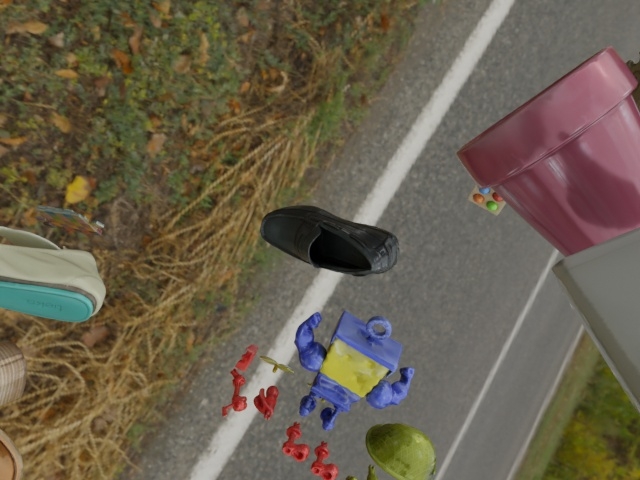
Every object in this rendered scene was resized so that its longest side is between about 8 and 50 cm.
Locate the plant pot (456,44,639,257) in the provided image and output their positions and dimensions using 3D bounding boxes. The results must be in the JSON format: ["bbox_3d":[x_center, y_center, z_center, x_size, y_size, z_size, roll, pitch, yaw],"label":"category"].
[{"bbox_3d":[0.282,-0.083,0.790,0.201,0.180,0.201,-35,-179,1],"label":"plant pot"}]

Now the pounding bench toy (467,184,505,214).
[{"bbox_3d":[0.255,-0.072,1.070,0.065,0.052,0.083,-56,171,-33],"label":"pounding bench toy"}]

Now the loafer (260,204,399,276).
[{"bbox_3d":[0.000,0.000,0.986,0.078,0.223,0.076,-27,124,-50],"label":"loafer"}]

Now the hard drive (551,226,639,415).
[{"bbox_3d":[0.312,0.049,0.537,0.040,0.203,0.307,63,12,-15],"label":"hard drive"}]

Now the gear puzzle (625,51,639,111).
[{"bbox_3d":[0.466,-0.187,0.969,0.339,0.044,0.175,123,-29,-75],"label":"gear puzzle"}]

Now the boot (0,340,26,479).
[{"bbox_3d":[-0.473,0.263,0.849,0.220,0.109,0.283,-19,138,-52],"label":"boot"}]

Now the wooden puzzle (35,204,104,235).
[{"bbox_3d":[-0.258,-0.021,0.733,0.049,0.083,0.006,68,33,-65],"label":"wooden puzzle"}]

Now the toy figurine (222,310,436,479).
[{"bbox_3d":[0.062,0.220,1.058,0.217,0.362,0.191,-59,179,22],"label":"toy figurine"}]

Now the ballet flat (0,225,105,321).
[{"bbox_3d":[-0.320,0.019,0.643,0.248,0.086,0.086,14,100,-26],"label":"ballet flat"}]
